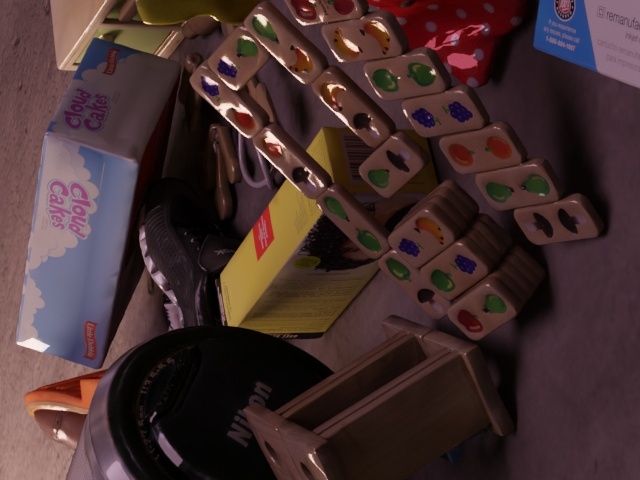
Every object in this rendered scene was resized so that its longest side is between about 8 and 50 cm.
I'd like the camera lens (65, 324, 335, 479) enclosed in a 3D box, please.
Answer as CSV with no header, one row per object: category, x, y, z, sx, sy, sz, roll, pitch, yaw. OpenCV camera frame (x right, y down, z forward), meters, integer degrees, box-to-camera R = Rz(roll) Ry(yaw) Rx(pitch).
camera lens,-0.089,0.216,1.457,0.274,0.219,0.219,113,147,-41

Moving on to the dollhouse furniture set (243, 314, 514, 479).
dollhouse furniture set,0.059,0.168,1.294,0.183,0.129,0.129,65,162,-18

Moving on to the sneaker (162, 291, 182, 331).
sneaker,-0.127,0.059,1.754,0.109,0.044,0.040,111,146,-41

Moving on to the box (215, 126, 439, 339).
box,0.000,0.000,1.423,0.232,0.087,0.058,127,137,-55

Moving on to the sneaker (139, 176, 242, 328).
sneaker,-0.091,0.027,1.643,0.106,0.078,0.234,-54,43,43

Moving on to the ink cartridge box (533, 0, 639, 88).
ink cartridge box,0.188,-0.179,1.012,0.139,0.082,0.190,-146,58,-61

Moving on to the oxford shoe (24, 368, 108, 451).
oxford shoe,-0.187,0.185,1.797,0.364,0.130,0.132,163,93,-70

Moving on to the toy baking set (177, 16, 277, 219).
toy baking set,-0.073,-0.126,1.656,0.256,0.030,0.196,145,116,-68

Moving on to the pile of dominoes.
pile of dominoes,0.035,-0.046,1.207,0.251,0.040,0.196,44,147,-4

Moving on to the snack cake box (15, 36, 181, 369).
snack cake box,-0.203,-0.031,1.769,0.152,0.089,0.264,-70,-3,-49

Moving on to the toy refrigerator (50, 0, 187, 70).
toy refrigerator,-0.156,-0.239,1.746,0.269,0.102,0.094,142,124,-60

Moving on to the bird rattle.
bird rattle,0.008,-0.181,1.204,0.207,0.254,0.143,103,-172,-76
